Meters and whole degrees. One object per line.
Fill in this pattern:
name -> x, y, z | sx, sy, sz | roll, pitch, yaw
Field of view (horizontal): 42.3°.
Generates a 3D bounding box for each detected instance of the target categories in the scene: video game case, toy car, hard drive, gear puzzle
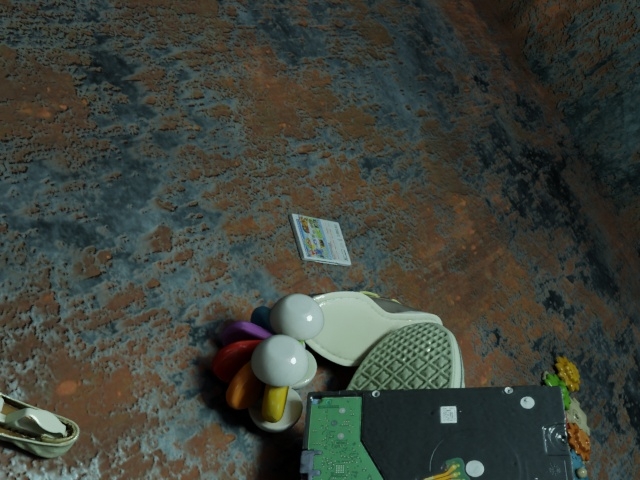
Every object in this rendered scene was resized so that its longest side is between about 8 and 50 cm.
video game case -> 0.000, 0.000, 1.453 | 0.122, 0.011, 0.087 | 10, 56, -47
toy car -> -0.076, 0.161, 1.136 | 0.136, 0.159, 0.182 | 14, 42, 7
hard drive -> 0.143, 0.301, 1.043 | 0.064, 0.339, 0.237 | 77, 13, -47
gear puzzle -> 0.540, 0.375, 1.782 | 0.175, 0.044, 0.339 | 47, 35, -14

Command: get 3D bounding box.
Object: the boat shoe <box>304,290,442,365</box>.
boat shoe -> 0.064, 0.137, 1.346 | 0.324, 0.097, 0.116 | 11, 95, -42

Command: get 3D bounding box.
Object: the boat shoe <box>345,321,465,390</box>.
boat shoe -> 0.120, 0.339, 1.175 | 0.156, 0.187, 0.500 | 59, 32, -41

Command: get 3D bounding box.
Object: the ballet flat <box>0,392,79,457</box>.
ballet flat -> -0.329, 0.180, 0.863 | 0.168, 0.052, 0.057 | 29, 43, -34
